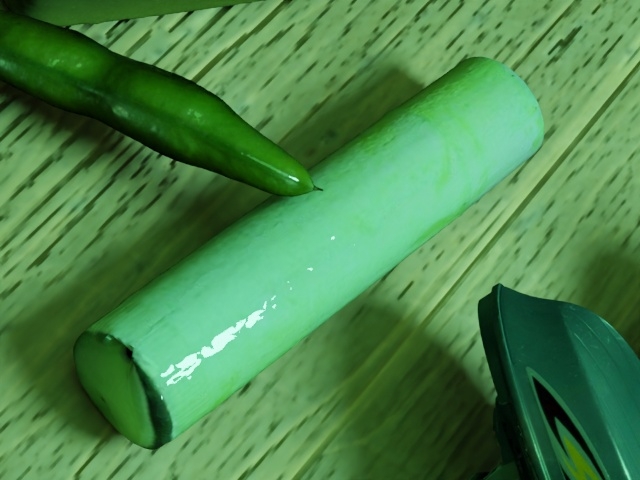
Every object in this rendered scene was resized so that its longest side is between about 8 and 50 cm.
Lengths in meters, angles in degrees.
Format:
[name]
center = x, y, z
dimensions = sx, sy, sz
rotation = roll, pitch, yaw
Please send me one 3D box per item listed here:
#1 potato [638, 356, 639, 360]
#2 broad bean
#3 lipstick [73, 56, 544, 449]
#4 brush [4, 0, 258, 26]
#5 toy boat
[potato]
center = 0.234, 0.123, 0.997
dimensions = 0.120, 0.100, 0.261
rotation = 3, 79, 24
[broad bean]
center = -0.133, -0.088, 0.938
dimensions = 0.297, 0.060, 0.043
rotation = 23, 101, 7
[lipstick]
center = 0.000, 0.000, 0.952
dimensions = 0.304, 0.076, 0.076
rotation = -37, 84, -29
[brush]
center = -0.094, -0.195, 1.010
dimensions = 0.197, 0.059, 0.123
rotation = -12, 71, -26
[toy boat]
center = 0.142, 0.159, 0.903
dimensions = 0.122, 0.114, 0.296
rotation = -26, 75, 16
